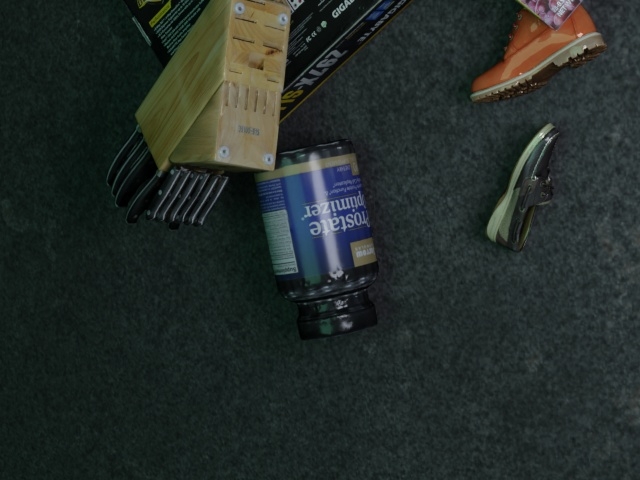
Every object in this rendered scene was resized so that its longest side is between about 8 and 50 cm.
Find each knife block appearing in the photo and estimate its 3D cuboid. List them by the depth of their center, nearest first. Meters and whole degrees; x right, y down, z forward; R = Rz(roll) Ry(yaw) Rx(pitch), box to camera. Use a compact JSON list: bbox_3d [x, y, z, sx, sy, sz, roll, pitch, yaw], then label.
[{"bbox_3d":[-0.154,-0.149,1.660,0.242,0.088,0.276,3,87,48],"label":"knife block"}]

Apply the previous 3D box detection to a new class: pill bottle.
[{"bbox_3d":[0.000,0.000,1.661,0.122,0.123,0.219,-11,93,35],"label":"pill bottle"}]

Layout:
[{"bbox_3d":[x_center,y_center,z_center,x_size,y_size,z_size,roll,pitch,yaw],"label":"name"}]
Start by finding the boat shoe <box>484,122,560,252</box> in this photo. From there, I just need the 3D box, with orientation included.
[{"bbox_3d":[0.229,-0.055,1.543,0.049,0.056,0.152,34,125,19],"label":"boat shoe"}]

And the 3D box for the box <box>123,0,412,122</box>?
[{"bbox_3d":[-0.069,-0.296,1.684,0.322,0.079,0.257,-40,74,32],"label":"box"}]

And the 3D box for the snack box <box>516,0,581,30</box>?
[{"bbox_3d":[0.210,-0.341,1.423,0.207,0.070,0.174,38,103,-3],"label":"snack box"}]

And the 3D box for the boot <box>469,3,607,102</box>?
[{"bbox_3d":[0.219,-0.205,1.522,0.158,0.059,0.085,-29,79,25],"label":"boot"}]
